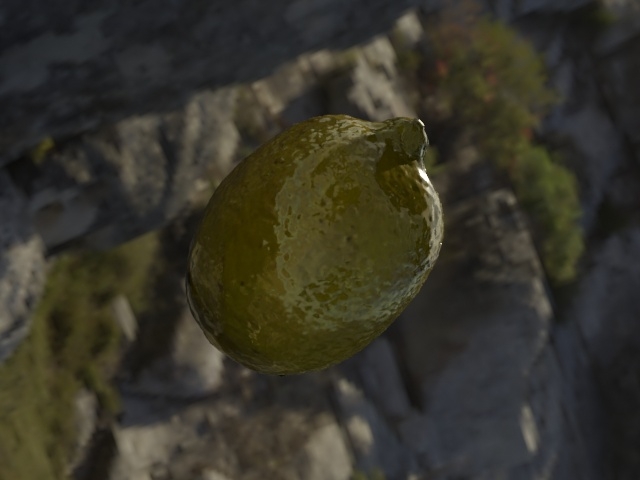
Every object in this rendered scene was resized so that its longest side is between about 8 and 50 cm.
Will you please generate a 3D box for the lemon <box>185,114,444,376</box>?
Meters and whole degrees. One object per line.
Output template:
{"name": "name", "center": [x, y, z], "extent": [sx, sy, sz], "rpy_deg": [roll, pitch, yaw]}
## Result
{"name": "lemon", "center": [0.000, 0.000, 0.679], "extent": [0.082, 0.111, 0.082], "rpy_deg": [42, 17, -16]}
